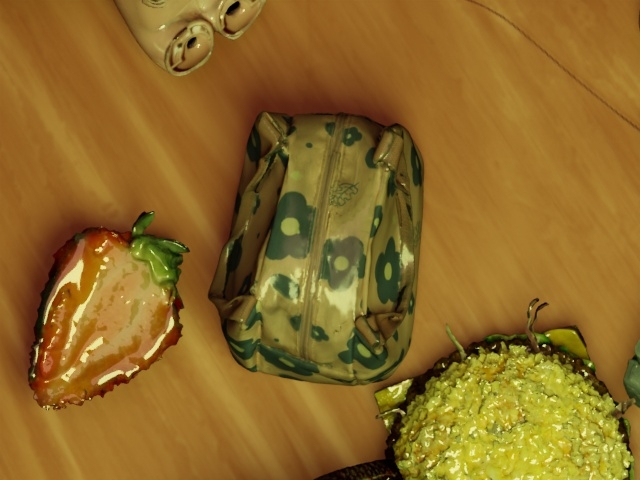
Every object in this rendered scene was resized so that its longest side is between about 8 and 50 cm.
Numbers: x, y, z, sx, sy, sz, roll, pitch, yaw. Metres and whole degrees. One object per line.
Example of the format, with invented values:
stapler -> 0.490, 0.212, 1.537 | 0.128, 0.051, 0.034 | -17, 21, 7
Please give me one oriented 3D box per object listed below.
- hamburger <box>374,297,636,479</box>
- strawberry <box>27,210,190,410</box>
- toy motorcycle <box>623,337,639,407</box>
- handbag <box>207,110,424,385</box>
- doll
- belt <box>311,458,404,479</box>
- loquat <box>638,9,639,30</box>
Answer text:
hamburger -> 0.172, 0.193, 1.791 | 0.243, 0.139, 0.262 | -23, 81, 1
strawberry -> -0.198, 0.067, 1.863 | 0.140, 0.085, 0.192 | 5, 87, -3
toy motorcycle -> 0.383, 0.163, 1.752 | 0.274, 0.125, 0.187 | 32, 73, 33
handbag -> 0.000, 0.000, 1.805 | 0.190, 0.193, 0.252 | 7, 82, 1
doll -> -0.200, -0.312, 1.891 | 0.284, 0.216, 0.268 | -38, 55, -19
belt -> -0.028, 0.312, 1.739 | 0.289, 0.184, 0.164 | -34, 76, 36
loquat -> 0.367, -0.204, 1.856 | 0.137, 0.113, 0.137 | 1, 85, -9
